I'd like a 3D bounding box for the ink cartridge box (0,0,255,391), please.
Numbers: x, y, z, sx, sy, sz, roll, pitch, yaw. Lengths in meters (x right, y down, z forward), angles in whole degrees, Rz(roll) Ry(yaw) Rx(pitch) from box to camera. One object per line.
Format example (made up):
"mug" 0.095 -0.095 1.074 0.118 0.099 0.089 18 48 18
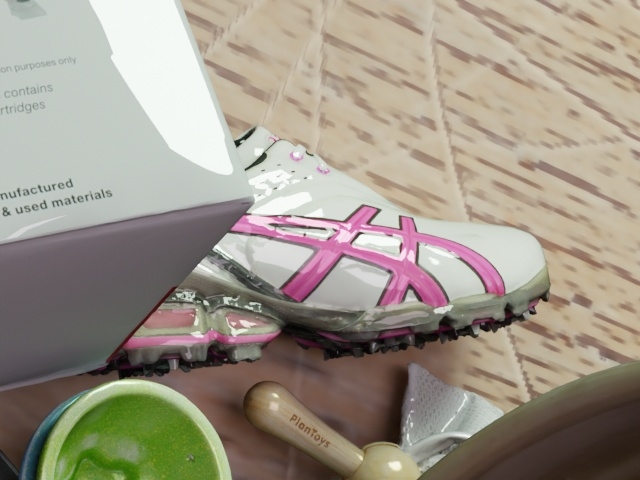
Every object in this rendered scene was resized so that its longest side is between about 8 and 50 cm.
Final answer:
"ink cartridge box" -0.122 -0.054 0.496 0.127 0.128 0.176 -11 72 -29

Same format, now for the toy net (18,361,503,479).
"toy net" 0.003 0.101 0.588 0.232 0.045 0.122 -4 79 -39

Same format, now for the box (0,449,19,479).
"box" -0.124 0.127 0.550 0.114 0.036 0.207 -43 104 -25

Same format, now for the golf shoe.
"golf shoe" 0.000 0.000 0.612 0.186 0.067 0.086 -2 82 -29

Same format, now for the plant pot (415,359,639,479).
"plant pot" 0.179 0.218 0.560 0.280 0.323 0.323 24 72 -51
